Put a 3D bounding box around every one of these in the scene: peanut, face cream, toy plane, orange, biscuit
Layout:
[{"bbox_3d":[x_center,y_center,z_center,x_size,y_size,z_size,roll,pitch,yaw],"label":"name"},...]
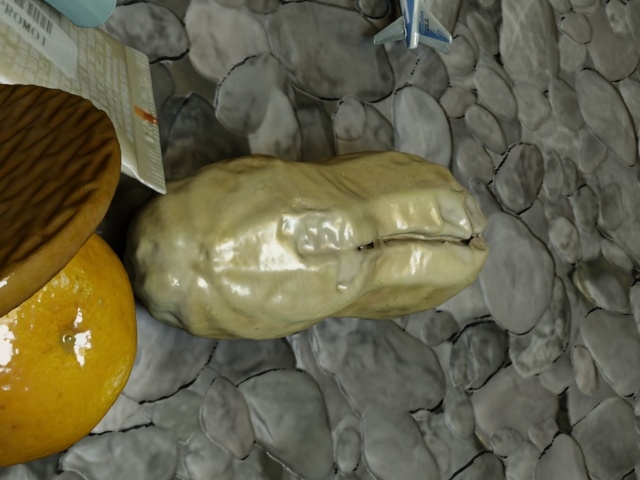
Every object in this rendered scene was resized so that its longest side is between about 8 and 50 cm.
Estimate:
[{"bbox_3d":[0.000,0.000,1.074,0.290,0.130,0.130,-7,85,-42],"label":"peanut"},{"bbox_3d":[-0.233,-0.142,0.938,0.341,0.084,0.137,27,34,-34],"label":"face cream"},{"bbox_3d":[0.068,-0.254,1.228,0.226,0.058,0.226,1,77,-38],"label":"toy plane"},{"bbox_3d":[-0.186,0.052,0.898,0.159,0.136,0.159,-4,96,-46],"label":"orange"},{"bbox_3d":[-0.226,-0.005,0.815,0.262,0.262,0.037,-44,133,-37],"label":"biscuit"}]

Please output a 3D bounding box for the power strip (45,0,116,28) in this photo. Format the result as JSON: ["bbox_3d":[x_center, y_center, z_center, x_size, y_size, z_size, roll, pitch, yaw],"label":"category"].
[{"bbox_3d":[-0.208,-0.162,0.882,0.137,0.044,0.216,60,31,-1],"label":"power strip"}]
